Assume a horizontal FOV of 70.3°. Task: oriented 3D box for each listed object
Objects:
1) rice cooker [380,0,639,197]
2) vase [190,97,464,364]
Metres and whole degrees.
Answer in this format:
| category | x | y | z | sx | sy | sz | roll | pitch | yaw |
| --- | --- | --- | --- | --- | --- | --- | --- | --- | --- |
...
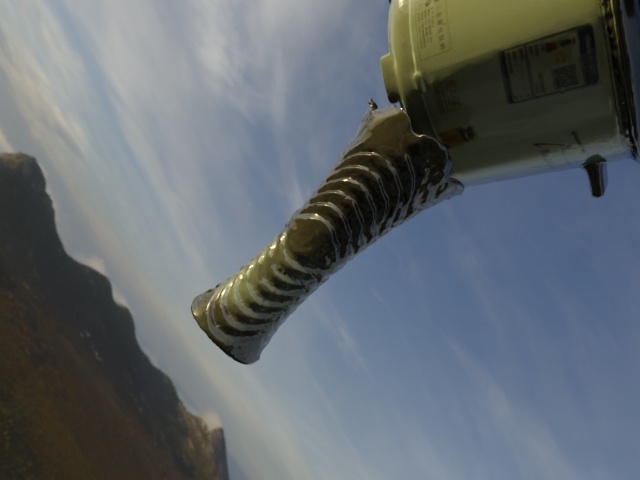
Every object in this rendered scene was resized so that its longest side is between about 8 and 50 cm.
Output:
| category | x | y | z | sx | sy | sz | roll | pitch | yaw |
| --- | --- | --- | --- | --- | --- | --- | --- | --- | --- |
| rice cooker | 0.200 | -0.174 | 0.411 | 0.226 | 0.241 | 0.281 | -9 | -79 | 37 |
| vase | 0.000 | 0.000 | 0.396 | 0.115 | 0.237 | 0.115 | 45 | 1 | -1 |
